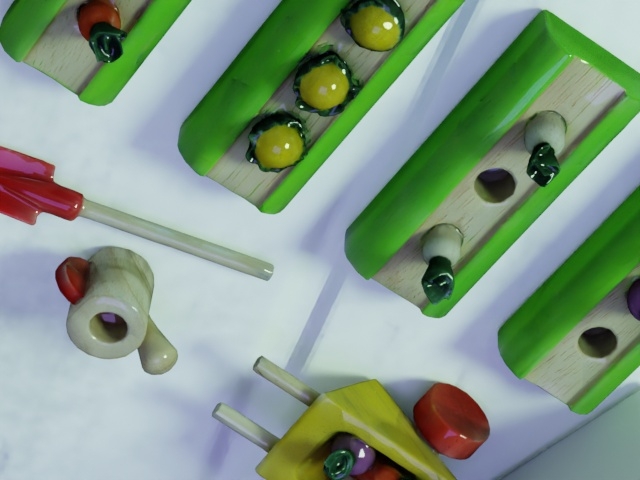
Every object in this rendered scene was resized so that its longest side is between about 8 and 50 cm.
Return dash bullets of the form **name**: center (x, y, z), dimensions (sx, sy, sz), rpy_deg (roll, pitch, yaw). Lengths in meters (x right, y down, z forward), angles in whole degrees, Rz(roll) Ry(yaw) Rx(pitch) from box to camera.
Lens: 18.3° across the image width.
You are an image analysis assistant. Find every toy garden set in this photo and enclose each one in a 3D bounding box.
- **toy garden set**: center (0.000, 0.000, 0.645), dimensions (0.244, 0.049, 0.204), rpy_deg (32, 120, -18)

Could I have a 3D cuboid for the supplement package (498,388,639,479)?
- **supplement package**: center (0.063, 0.227, 0.719), dimensions (0.293, 0.175, 0.177), rpy_deg (-36, 113, 24)
